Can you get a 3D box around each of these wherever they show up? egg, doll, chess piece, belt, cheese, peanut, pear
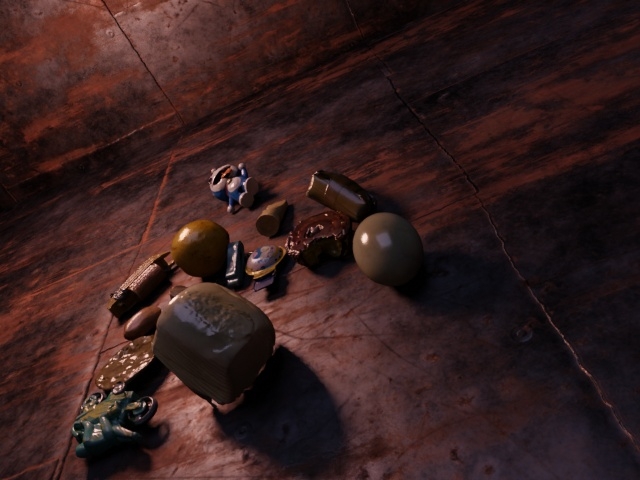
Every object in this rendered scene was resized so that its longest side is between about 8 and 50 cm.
[{"bbox_3d":[0.184,0.024,1.467,0.186,0.187,0.253,-25,35,4],"label":"egg"},{"bbox_3d":[-0.373,-0.229,2.280,0.256,0.161,0.215,21,81,47],"label":"doll"},{"bbox_3d":[-0.178,-0.096,2.026,0.090,0.090,0.200,-16,23,17],"label":"chess piece"},{"bbox_3d":[-0.284,0.090,1.848,0.065,0.100,0.179,-15,49,18],"label":"belt"},{"bbox_3d":[-0.183,0.084,1.771,0.156,0.064,0.250,-24,30,8],"label":"cheese"},{"bbox_3d":[-0.599,0.277,1.800,0.076,0.076,0.152,7,40,42],"label":"peanut"},{"bbox_3d":[-0.417,0.023,1.899,0.208,0.209,0.209,-19,33,13],"label":"pear"}]

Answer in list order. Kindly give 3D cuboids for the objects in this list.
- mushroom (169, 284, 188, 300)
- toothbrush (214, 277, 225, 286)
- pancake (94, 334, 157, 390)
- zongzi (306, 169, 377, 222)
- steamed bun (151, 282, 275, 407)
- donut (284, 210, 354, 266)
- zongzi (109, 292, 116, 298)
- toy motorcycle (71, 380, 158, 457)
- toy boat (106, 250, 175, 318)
[{"bbox_3d":[-0.379,0.232,1.568,0.207,0.215,0.207,-14,28,7],"label":"mushroom"},{"bbox_3d":[-0.401,0.236,1.753,0.030,0.030,0.297,-32,21,49],"label":"toothbrush"},{"bbox_3d":[-0.585,0.383,1.647,0.241,0.050,0.242,-28,21,12],"label":"pancake"},{"bbox_3d":[0.117,-0.151,1.884,0.260,0.123,0.289,31,17,25],"label":"zongzi"},{"bbox_3d":[-0.258,0.233,1.401,0.290,0.274,0.272,29,48,6],"label":"steamed bun"},{"bbox_3d":[0.001,-0.001,1.728,0.230,0.096,0.216,-29,29,-2],"label":"donut"},{"bbox_3d":[-0.770,0.219,2.046,0.073,0.067,0.083,-14,14,41],"label":"zongzi"},{"bbox_3d":[-0.576,0.490,1.449,0.296,0.109,0.198,-11,38,28],"label":"toy motorcycle"},{"bbox_3d":[-0.661,0.160,1.998,0.115,0.089,0.310,8,46,39],"label":"toy boat"}]
